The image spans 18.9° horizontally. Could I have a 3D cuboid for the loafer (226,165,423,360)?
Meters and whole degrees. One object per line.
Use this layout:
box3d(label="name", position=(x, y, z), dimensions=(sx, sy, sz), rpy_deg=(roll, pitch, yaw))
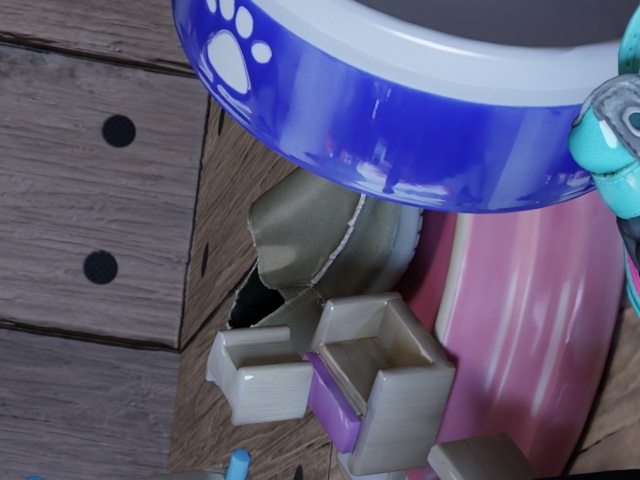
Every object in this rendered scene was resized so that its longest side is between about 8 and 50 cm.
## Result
box3d(label="loafer", position=(0.000, 0.000, 1.161), dimensions=(0.251, 0.087, 0.094), rpy_deg=(111, 164, -45))

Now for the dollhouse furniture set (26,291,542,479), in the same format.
box3d(label="dollhouse furniture set", position=(-0.047, 0.200, 0.950), dimensions=(0.286, 0.303, 0.198), rpy_deg=(53, 137, 42))

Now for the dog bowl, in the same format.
box3d(label="dog bowl", position=(0.061, -0.140, 0.944), dimensions=(0.104, 0.265, 0.265), rpy_deg=(107, 167, -45))

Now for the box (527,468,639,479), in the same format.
box3d(label="box", position=(0.105, 0.210, 0.733), dimensions=(0.153, 0.108, 0.207), rpy_deg=(-134, 39, -77))

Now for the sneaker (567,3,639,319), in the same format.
box3d(label="sneaker", position=(0.163, -0.008, 0.509), dimensions=(0.178, 0.124, 0.295), rpy_deg=(65, 162, -13))

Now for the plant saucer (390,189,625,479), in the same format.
box3d(label="plant saucer", position=(0.090, 0.004, 1.150), dimensions=(0.332, 0.084, 0.332), rpy_deg=(-172, 90, -78))
